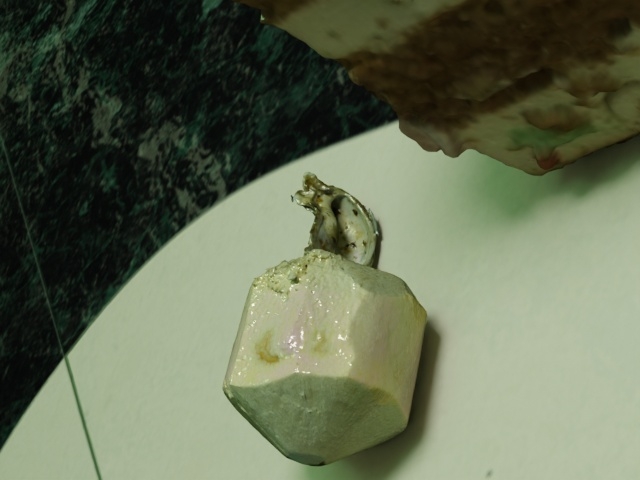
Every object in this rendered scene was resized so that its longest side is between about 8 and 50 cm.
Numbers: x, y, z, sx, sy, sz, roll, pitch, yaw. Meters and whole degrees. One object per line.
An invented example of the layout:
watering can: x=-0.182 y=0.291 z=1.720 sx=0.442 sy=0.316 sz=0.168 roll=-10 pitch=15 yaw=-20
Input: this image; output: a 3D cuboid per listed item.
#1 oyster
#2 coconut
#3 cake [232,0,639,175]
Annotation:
oyster: x=0.000 y=0.000 z=1.242 sx=0.083 sy=0.080 sz=0.038 roll=-43 pitch=-14 yaw=-43
coconut: x=0.001 y=0.078 z=1.126 sx=0.116 sy=0.116 sz=0.122 roll=-25 pitch=44 yaw=45
cake: x=0.116 y=-0.224 z=1.032 sx=0.255 sy=0.290 sz=0.282 roll=-22 pitch=46 yaw=46
